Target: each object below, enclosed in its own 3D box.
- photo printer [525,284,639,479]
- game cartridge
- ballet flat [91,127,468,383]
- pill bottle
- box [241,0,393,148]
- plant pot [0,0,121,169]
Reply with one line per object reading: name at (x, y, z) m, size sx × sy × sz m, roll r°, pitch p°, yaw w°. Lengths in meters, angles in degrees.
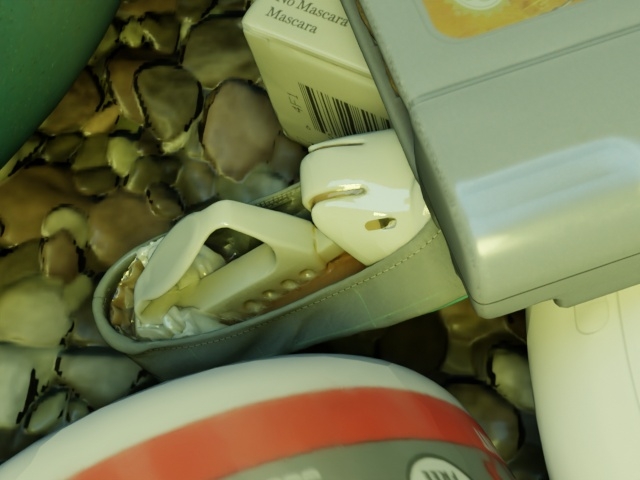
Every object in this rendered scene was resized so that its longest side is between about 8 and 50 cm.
photo printer at (0.226, 0.021, 0.489) m, size 0.307 × 0.107 × 0.256 m, roll -3°, pitch 61°, yaw 11°
game cartridge at (0.096, -0.127, 0.503) m, size 0.198 × 0.062 × 0.297 m, roll -21°, pitch 56°, yaw 1°
ballet flat at (0.000, 0.000, 0.518) m, size 0.213 × 0.068 × 0.072 m, roll -27°, pitch 45°, yaw 32°
pill bottle at (0.030, 0.223, 0.345) m, size 0.210 × 0.210 × 0.363 m, roll -29°, pitch 55°, yaw -4°
box at (0.089, -0.152, 0.616) m, size 0.113 × 0.094 × 0.275 m, roll 24°, pitch 70°, yaw 23°
plant pot at (-0.187, -0.152, 0.593) m, size 0.271 × 0.272 × 0.255 m, roll 26°, pitch 55°, yaw 23°
